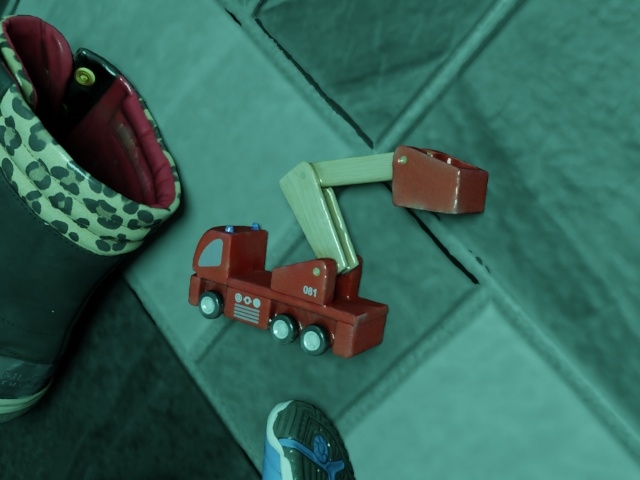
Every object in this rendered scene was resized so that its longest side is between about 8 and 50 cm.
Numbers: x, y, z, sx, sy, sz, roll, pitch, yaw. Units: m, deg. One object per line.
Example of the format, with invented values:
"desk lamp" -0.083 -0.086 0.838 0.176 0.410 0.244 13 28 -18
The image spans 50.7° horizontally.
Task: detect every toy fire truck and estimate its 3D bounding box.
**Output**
"toy fire truck" 0.000 0.000 0.432 0.192 0.047 0.135 14 102 31

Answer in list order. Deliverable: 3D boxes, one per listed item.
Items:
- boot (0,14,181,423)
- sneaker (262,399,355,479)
"boot" -0.292 -0.068 0.557 0.284 0.138 0.377 -42 76 29
"sneaker" -0.018 0.212 0.445 0.081 0.080 0.211 -7 90 29
